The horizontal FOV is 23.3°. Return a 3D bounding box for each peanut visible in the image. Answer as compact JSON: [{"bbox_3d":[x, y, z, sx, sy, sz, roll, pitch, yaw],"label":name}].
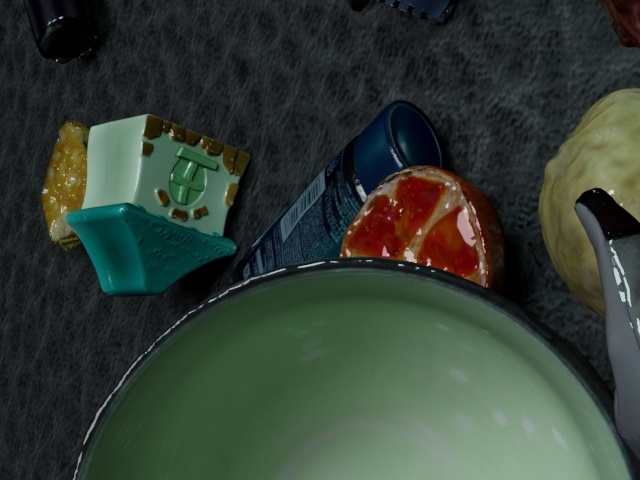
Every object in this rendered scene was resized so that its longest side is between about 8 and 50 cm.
[{"bbox_3d":[0.208,0.024,0.903,0.122,0.137,0.253,-51,58,42],"label":"peanut"}]

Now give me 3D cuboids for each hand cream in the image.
[{"bbox_3d":[0.000,0.000,1.251,0.270,0.061,0.120,-45,44,39],"label":"hand cream"}]

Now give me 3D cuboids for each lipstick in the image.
[{"bbox_3d":[-0.321,-0.357,1.765,0.077,0.077,0.418,-49,42,29],"label":"lipstick"}]

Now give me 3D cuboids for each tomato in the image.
[{"bbox_3d":[0.086,0.023,1.115,0.156,0.069,0.155,-6,82,50],"label":"tomato"}]

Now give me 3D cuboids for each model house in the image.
[{"bbox_3d":[-0.147,-0.023,1.381,0.100,0.127,0.149,-3,72,51],"label":"model house"}]

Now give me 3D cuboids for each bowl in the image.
[{"bbox_3d":[0.029,0.185,0.983,0.185,0.354,0.353,-3,-69,-84],"label":"bowl"}]

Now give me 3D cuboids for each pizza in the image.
[{"bbox_3d":[-0.244,-0.052,1.588,0.099,0.036,0.160,-51,42,26],"label":"pizza"}]

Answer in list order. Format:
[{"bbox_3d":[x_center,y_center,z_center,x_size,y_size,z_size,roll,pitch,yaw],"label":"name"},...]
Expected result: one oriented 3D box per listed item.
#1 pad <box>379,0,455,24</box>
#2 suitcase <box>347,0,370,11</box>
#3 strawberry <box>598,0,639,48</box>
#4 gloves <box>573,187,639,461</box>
[{"bbox_3d":[0.078,-0.333,1.306,0.270,0.012,0.269,36,106,51],"label":"pad"},{"bbox_3d":[0.033,-0.315,1.164,0.235,0.143,0.194,90,166,-53],"label":"suitcase"},{"bbox_3d":[0.249,-0.201,0.882,0.220,0.274,0.274,-16,59,11],"label":"strawberry"},{"bbox_3d":[0.194,0.059,0.762,0.119,0.142,0.285,117,162,-64],"label":"gloves"}]
